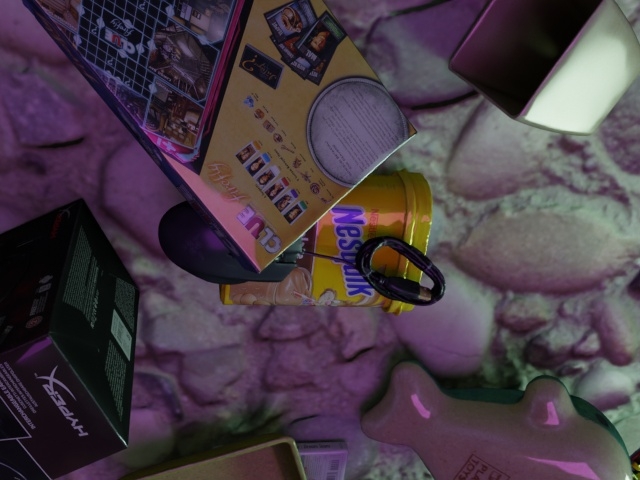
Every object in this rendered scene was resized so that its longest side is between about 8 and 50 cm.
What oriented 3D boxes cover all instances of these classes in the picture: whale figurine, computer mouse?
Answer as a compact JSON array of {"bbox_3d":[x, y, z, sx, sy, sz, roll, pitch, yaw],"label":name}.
[{"bbox_3d":[0.182,0.207,0.815,0.272,0.141,0.216,27,118,3],"label":"whale figurine"},{"bbox_3d":[-0.009,0.018,0.628,0.242,0.041,0.071,11,112,-13],"label":"computer mouse"}]

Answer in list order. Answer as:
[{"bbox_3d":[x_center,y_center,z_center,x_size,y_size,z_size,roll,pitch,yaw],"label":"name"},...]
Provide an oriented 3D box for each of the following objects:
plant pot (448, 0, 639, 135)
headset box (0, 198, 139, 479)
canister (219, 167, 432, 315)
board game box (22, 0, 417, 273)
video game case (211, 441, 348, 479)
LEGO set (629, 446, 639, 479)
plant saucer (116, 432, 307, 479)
[{"bbox_3d":[0.189,-0.145,0.631,0.096,0.109,0.109,21,112,-35],"label":"plant pot"},{"bbox_3d":[-0.296,0.109,0.599,0.293,0.218,0.110,-23,118,2],"label":"headset box"},{"bbox_3d":[0.000,0.000,0.684,0.169,0.073,0.126,2,116,-10],"label":"canister"},{"bbox_3d":[-0.064,-0.121,0.560,0.165,0.042,0.243,-42,105,-14],"label":"board game box"},{"bbox_3d":[-0.050,0.284,0.855,0.143,0.019,0.157,1,118,-12],"label":"video game case"},{"bbox_3d":[0.456,0.283,0.824,0.331,0.192,0.255,-42,136,9],"label":"LEGO set"},{"bbox_3d":[-0.100,0.277,0.804,0.188,0.045,0.188,-16,120,-3],"label":"plant saucer"}]
